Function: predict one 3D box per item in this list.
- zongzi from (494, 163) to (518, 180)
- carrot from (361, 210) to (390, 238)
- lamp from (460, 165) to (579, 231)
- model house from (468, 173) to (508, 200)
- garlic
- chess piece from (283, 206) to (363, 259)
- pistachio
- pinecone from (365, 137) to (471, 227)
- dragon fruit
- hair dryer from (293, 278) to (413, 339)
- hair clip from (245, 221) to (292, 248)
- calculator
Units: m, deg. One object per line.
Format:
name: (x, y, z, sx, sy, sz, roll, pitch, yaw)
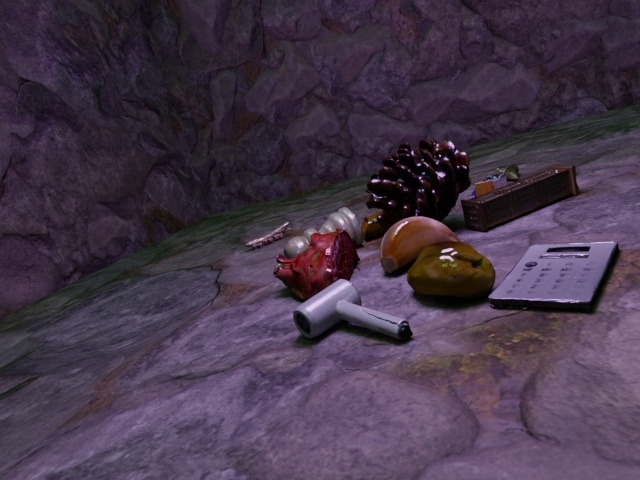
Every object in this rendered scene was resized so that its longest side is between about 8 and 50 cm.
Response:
zongzi: (0.729, -0.252, 1.620, 0.104, 0.052, 0.113, -16, 25, -23)
carrot: (0.215, -0.063, 1.409, 0.173, 0.082, 0.082, -15, 13, -8)
lamp: (0.552, -0.119, 1.194, 0.325, 0.090, 0.089, -21, 14, -13)
model house: (0.528, -0.158, 1.384, 0.100, 0.088, 0.100, -18, 9, -9)
garlic: (0.236, -0.003, 1.064, 0.206, 0.115, 0.128, -15, 7, -1)
chess piece: (0.000, 0.000, 1.351, 0.243, 0.133, 0.133, -25, 14, -13)
pistachio: (0.237, 0.058, 0.834, 0.110, 0.100, 0.189, -21, 14, -34)
pinecone: (0.264, -0.145, 1.239, 0.296, 0.242, 0.298, -47, 6, -22)
dragon fruit: (-0.024, 0.058, 1.104, 0.211, 0.134, 0.262, -16, 12, 18)
hair dryer: (0.067, 0.148, 0.800, 0.131, 0.073, 0.236, -28, 26, -35)
hair clip: (-0.215, -0.011, 1.831, 0.214, 0.056, 0.062, -30, 33, -17)
calculator: (0.425, 0.056, 0.777, 0.161, 0.021, 0.261, -4, 19, 43)
